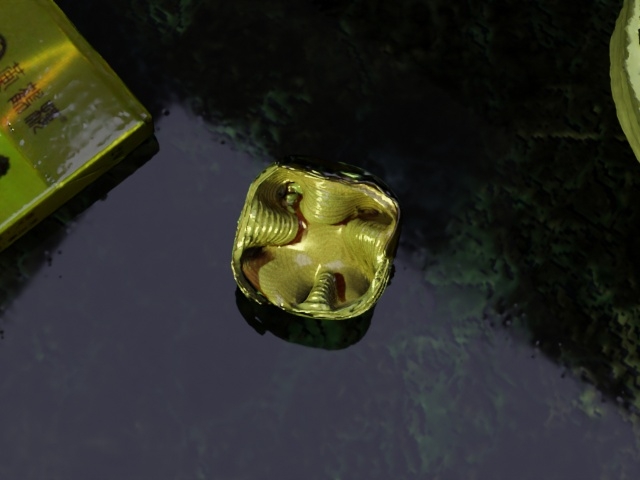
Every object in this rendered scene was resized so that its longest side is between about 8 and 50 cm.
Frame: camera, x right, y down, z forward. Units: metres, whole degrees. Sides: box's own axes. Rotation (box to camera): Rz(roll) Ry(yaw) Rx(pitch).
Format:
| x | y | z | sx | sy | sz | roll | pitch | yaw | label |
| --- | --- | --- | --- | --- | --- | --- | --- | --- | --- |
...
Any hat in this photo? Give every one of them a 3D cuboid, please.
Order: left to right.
| x | y | z | sx | sy | sz | roll | pitch | yaw | label |
| --- | --- | --- | --- | --- | --- | --- | --- | --- | --- |
| 0.000 | -0.001 | 0.622 | 0.077 | 0.059 | 0.076 | 16 | 91 | 7 | hat |

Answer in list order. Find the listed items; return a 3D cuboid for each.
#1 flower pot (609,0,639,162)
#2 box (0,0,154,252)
| x | y | z | sx | sy | sz | roll | pitch | yaw | label |
| --- | --- | --- | --- | --- | --- | --- | --- | --- | --- |
| 0.244 | -0.065 | 0.607 | 0.235 | 0.140 | 0.235 | 0 | 73 | -2 | flower pot |
| -0.195 | -0.044 | 0.638 | 0.193 | 0.030 | 0.121 | -40 | 81 | -11 | box |
